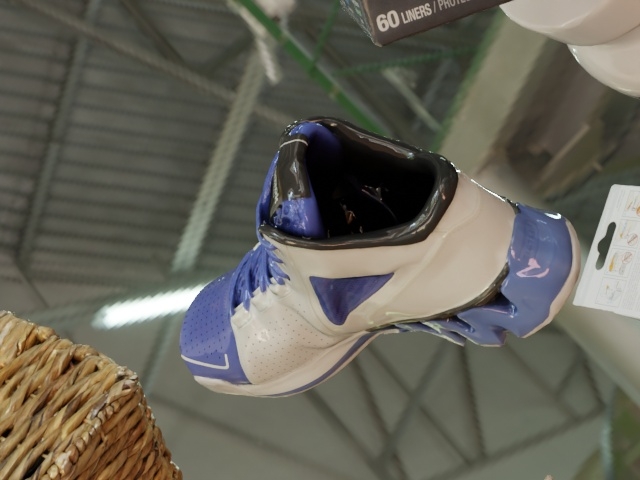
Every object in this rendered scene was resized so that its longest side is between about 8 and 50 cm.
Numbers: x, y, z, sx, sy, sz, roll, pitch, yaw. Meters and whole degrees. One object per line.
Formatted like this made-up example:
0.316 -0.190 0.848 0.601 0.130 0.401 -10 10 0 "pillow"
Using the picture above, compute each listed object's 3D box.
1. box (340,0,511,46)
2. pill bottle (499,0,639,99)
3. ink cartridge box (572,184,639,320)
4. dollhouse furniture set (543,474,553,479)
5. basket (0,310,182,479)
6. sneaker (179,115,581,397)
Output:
0.057 -0.277 0.880 0.165 0.143 0.270 -20 -71 -1 "box"
0.314 -0.195 1.126 0.363 0.210 0.210 13 -58 -37 "pill bottle"
0.360 0.020 1.523 0.045 0.179 0.145 24 -98 -34 "ink cartridge box"
0.333 0.420 1.646 0.197 0.302 0.151 -52 -15 -20 "dollhouse furniture set"
-0.279 0.240 1.197 0.299 0.214 0.223 -52 -34 -30 "basket"
0.001 0.000 1.009 0.316 0.127 0.182 -17 -43 39 "sneaker"
